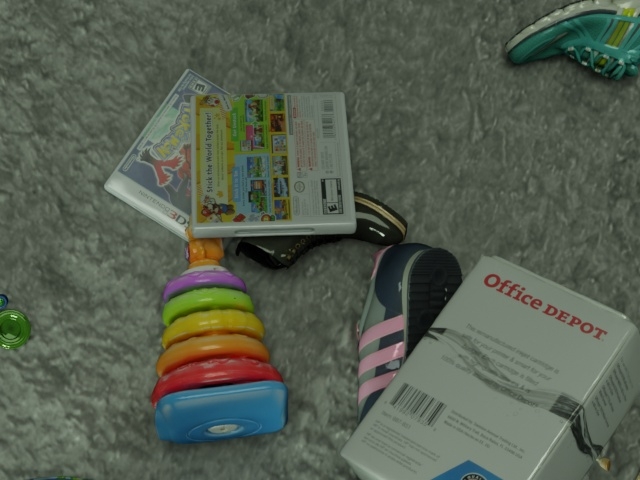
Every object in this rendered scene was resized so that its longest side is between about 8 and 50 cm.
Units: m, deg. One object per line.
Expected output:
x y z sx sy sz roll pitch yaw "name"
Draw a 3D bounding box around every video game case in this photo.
-0.157 -0.104 1.976 0.183 0.023 0.201 32 76 8 "video game case"
-0.064 -0.100 1.913 0.206 0.026 0.227 -2 54 -4 "video game case"

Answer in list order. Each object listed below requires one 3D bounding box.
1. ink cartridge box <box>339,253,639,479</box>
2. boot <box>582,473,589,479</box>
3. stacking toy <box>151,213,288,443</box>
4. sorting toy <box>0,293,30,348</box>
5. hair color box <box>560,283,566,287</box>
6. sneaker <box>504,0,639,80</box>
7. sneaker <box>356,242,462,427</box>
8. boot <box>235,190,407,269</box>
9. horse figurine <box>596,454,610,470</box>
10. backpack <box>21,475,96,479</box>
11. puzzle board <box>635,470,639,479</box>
0.209 0.201 1.734 0.223 0.129 0.307 26 71 36 "ink cartridge box"
0.321 0.346 1.815 0.258 0.095 0.123 14 74 9 "boot"
-0.138 0.093 1.855 0.165 0.175 0.302 -7 68 -4 "stacking toy"
-0.419 0.098 1.911 0.102 0.042 0.061 24 91 -6 "sorting toy"
0.243 0.120 1.903 0.167 0.053 0.093 -13 76 -3 "hair color box"
0.387 -0.269 1.993 0.275 0.107 0.110 -8 84 -3 "sneaker"
0.092 0.159 1.877 0.112 0.131 0.319 13 90 -34 "sneaker"
0.000 0.000 1.903 0.198 0.077 0.137 17 53 13 "boot"
0.283 0.228 1.808 0.174 0.066 0.263 4 58 31 "horse figurine"
-0.297 0.380 1.601 0.355 0.290 0.273 -24 60 8 "backpack"
0.462 0.292 1.880 0.096 0.011 0.128 30 75 9 "puzzle board"
